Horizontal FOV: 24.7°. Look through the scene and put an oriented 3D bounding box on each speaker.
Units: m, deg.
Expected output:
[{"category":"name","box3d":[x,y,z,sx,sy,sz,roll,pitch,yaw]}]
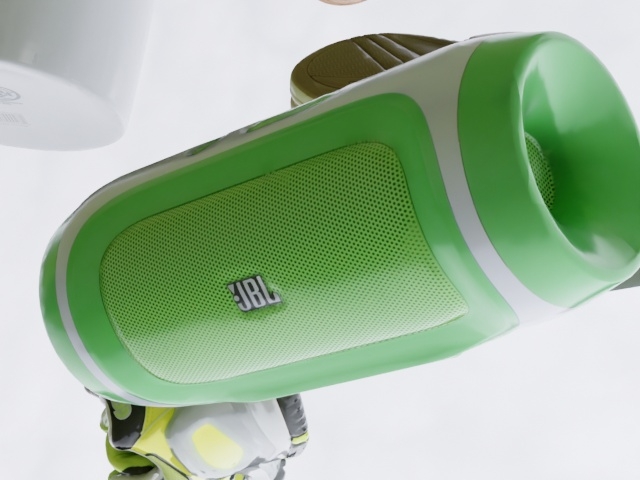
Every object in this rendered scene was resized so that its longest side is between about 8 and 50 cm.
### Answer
[{"category":"speaker","box3d":[0.000,0.000,0.690,0.296,0.131,0.131,-18,-141,39]}]

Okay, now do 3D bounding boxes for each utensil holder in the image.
[{"category":"utensil holder","box3d":[-0.341,-0.335,1.707,0.327,0.327,0.386,-4,-111,37]}]

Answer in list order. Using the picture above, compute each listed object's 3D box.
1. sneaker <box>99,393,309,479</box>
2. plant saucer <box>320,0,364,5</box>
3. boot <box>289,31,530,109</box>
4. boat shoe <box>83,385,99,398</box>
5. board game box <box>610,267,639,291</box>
[{"category":"sneaker","box3d":[-0.106,0.150,1.189,0.147,0.385,0.145,-10,-112,-10]},{"category":"plant saucer","box3d":[0.023,-0.210,1.097,0.083,0.083,0.013,-29,-133,11]},{"category":"boot","box3d":[0.067,-0.042,1.029,0.262,0.203,0.095,-11,-137,-42]},{"category":"boat shoe","box3d":[-0.202,0.122,1.746,0.073,0.073,0.207,8,-148,29]},{"category":"board game box","box3d":[0.287,0.009,1.627,0.224,0.098,0.303,-10,178,17]}]
